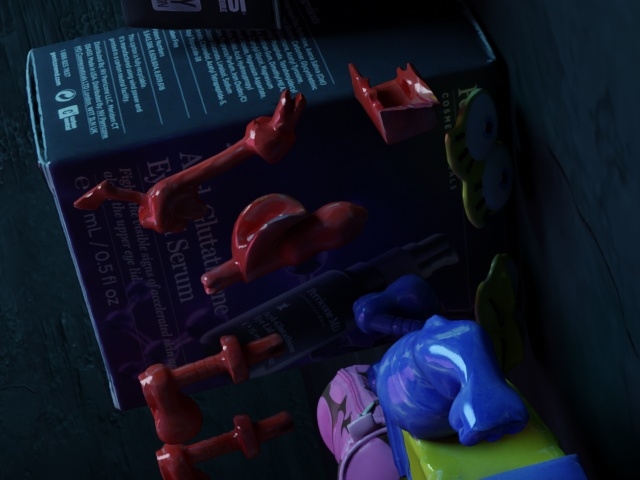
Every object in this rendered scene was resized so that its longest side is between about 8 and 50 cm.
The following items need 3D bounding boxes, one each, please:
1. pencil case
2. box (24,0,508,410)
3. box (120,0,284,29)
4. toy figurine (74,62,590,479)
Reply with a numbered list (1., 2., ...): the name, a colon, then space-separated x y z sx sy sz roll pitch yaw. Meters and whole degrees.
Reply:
1. pencil case: 0.044 0.156 1.111 0.098 0.095 0.209 51 179 -9
2. box: -0.021 -0.028 0.684 0.108 0.207 0.153 -111 8 -52
3. box: -0.053 -0.287 0.626 0.242 0.076 0.307 85 -173 -55
4. toy figurine: 0.043 0.134 0.605 0.217 0.191 0.362 -118 13 -51
